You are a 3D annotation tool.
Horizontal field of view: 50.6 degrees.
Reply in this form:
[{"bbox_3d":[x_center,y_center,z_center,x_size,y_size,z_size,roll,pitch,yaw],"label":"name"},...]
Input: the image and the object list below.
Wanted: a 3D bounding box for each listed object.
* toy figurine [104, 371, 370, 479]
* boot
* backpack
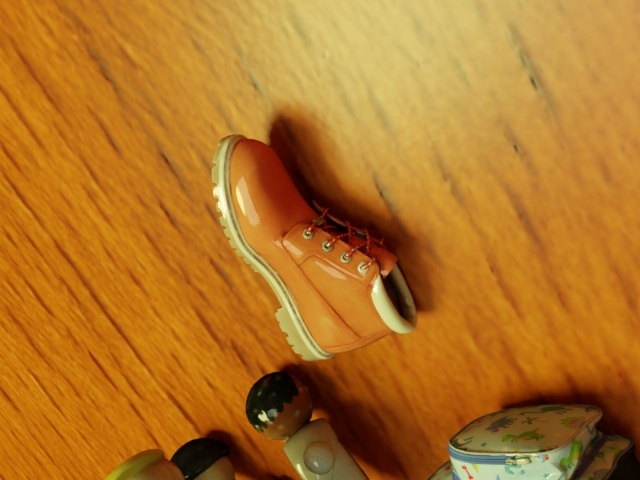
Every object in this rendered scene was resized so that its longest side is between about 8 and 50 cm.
[{"bbox_3d":[-0.077,0.201,0.468,0.148,0.213,0.209,50,128,16],"label":"toy figurine"},{"bbox_3d":[0.000,0.000,0.401,0.084,0.059,0.158,-14,119,32],"label":"boot"},{"bbox_3d":[0.117,0.143,0.390,0.114,0.105,0.084,-21,83,38],"label":"backpack"}]
